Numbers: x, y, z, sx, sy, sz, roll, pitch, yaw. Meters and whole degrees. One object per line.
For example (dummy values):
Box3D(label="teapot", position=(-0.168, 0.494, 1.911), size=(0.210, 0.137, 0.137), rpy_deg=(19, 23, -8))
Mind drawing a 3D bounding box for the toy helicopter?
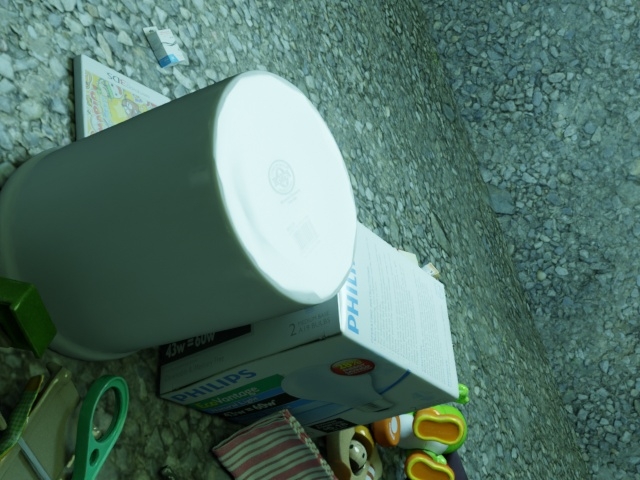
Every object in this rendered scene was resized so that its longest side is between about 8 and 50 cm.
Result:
Box3D(label="toy helicopter", position=(0.069, 0.492, 1.429), size=(0.235, 0.140, 0.355), rpy_deg=(-10, 92, -67))

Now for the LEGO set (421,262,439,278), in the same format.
Box3D(label="LEGO set", position=(0.194, 0.185, 1.833), size=(0.287, 0.132, 0.107), rpy_deg=(-53, 126, -32))

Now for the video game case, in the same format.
Box3D(label="video game case", position=(-0.329, -0.181, 1.284), size=(0.206, 0.026, 0.227), rpy_deg=(21, 54, -53))

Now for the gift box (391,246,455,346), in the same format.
Box3D(label="gift box", position=(0.111, 0.167, 1.577), size=(0.276, 0.255, 0.258), rpy_deg=(12, 60, -50))

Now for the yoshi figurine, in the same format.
Box3D(label="yoshi figurine", position=(0.257, 0.419, 1.637), size=(0.203, 0.204, 0.362), rpy_deg=(60, 2, 0))

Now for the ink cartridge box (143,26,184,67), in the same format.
Box3D(label="ink cartridge box", position=(-0.303, -0.380, 1.455), size=(0.083, 0.028, 0.048), rpy_deg=(64, 29, -9))

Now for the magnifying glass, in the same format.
Box3D(label="magnifying glass", position=(-0.295, 0.285, 0.955), size=(0.092, 0.026, 0.231), rpy_deg=(65, 36, -64))

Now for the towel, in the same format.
Box3D(label="towel", position=(-0.069, 0.381, 1.246), size=(0.197, 0.144, 0.029), rpy_deg=(57, 8, -21))

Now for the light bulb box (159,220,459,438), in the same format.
Box3D(label="light bulb box", position=(-0.015, 0.159, 1.256), size=(0.361, 0.358, 0.225), rpy_deg=(34, 43, -45))

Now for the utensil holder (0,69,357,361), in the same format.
Box3D(label="utensil holder", position=(-0.190, -0.026, 1.022), size=(0.328, 0.386, 0.327), rpy_deg=(31, 51, -48))

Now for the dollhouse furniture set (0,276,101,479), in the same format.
Box3D(label="dollhouse furniture set", position=(-0.399, 0.205, 0.874), size=(0.197, 0.151, 0.301), rpy_deg=(-67, 159, -44))

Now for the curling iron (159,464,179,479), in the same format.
Box3D(label="curling iron", position=(-0.177, 0.462, 1.117), size=(0.068, 0.035, 0.274), rpy_deg=(-21, 90, -62))

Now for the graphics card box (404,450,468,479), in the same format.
Box3D(label="graphics card box", position=(0.254, 0.643, 1.678), size=(0.371, 0.094, 0.232), rpy_deg=(-21, 90, -60))
